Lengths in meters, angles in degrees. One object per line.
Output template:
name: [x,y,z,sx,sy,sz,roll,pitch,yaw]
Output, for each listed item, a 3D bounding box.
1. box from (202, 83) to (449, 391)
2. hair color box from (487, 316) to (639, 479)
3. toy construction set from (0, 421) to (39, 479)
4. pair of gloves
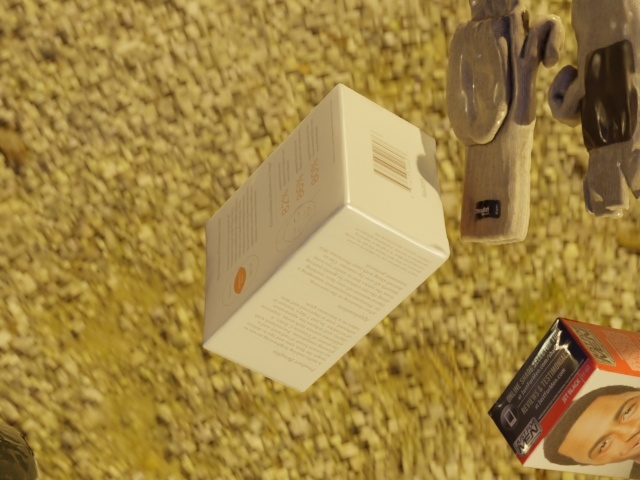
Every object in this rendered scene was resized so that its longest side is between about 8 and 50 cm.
box: [0.000,0.000,1.237,0.091,0.170,0.130,27,38,-26]
hair color box: [0.165,0.088,0.923,0.072,0.141,0.043,-58,41,26]
toy construction set: [-0.146,0.130,0.300,0.215,0.151,0.327,-45,49,22]
pair of gloves: [0.160,-0.107,1.158,0.042,0.240,0.204,-1,81,-27]
